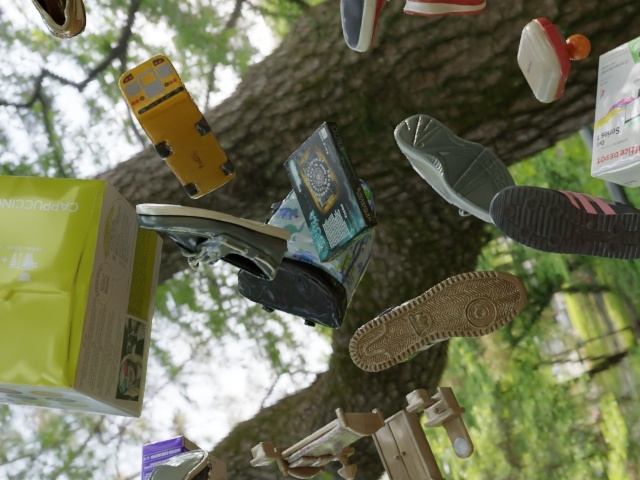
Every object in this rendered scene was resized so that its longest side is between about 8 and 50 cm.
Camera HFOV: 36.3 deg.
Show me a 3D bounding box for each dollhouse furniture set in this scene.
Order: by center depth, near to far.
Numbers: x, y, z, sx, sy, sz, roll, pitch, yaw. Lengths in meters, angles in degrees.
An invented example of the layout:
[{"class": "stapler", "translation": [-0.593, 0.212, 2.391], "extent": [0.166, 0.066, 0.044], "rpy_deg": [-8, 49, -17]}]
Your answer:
[{"class": "dollhouse furniture set", "translation": [0.097, 0.434, 1.969], "extent": [0.355, 0.303, 0.174], "rpy_deg": [11, -131, -49]}]

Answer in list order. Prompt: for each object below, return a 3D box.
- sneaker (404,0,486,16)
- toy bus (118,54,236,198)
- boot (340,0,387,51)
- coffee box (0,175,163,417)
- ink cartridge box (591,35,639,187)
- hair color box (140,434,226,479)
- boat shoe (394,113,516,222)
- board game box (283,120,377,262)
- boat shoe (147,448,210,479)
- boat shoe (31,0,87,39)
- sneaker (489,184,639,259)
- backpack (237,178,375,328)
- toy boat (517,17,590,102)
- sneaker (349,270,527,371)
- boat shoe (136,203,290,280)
[{"class": "sneaker", "translation": [0.234, -0.472, 1.744], "extent": [0.221, 0.087, 0.128], "rpy_deg": [-25, -55, -50]}, {"class": "toy bus", "translation": [-0.265, -0.204, 1.860], "extent": [0.130, 0.108, 0.333], "rpy_deg": [58, 178, 23]}, {"class": "boot", "translation": [0.133, -0.468, 1.790], "extent": [0.088, 0.176, 0.244], "rpy_deg": [39, 130, 49]}, {"class": "coffee box", "translation": [-0.486, 0.097, 1.640], "extent": [0.334, 0.337, 0.338], "rpy_deg": [66, -152, -72]}, {"class": "ink cartridge box", "translation": [0.672, -0.269, 2.021], "extent": [0.201, 0.117, 0.278], "rpy_deg": [159, 120, -68]}, {"class": "hair color box", "translation": [-0.266, 0.578, 1.917], "extent": [0.185, 0.110, 0.339], "rpy_deg": [50, -150, -51]}, {"class": "boat shoe", "translation": [0.268, -0.131, 1.911], "extent": [0.320, 0.118, 0.103], "rpy_deg": [41, 166, 38]}, {"class": "board game box", "translation": [0.012, -0.075, 1.529], "extent": [0.026, 0.126, 0.186], "rpy_deg": [-4, -115, -40]}, {"class": "boat shoe", "translation": [-0.204, 0.383, 1.445], "extent": [0.254, 0.095, 0.079], "rpy_deg": [-100, -9, -81]}, {"class": "boat shoe", "translation": [-0.521, -0.535, 1.850], "extent": [0.103, 0.113, 0.302], "rpy_deg": [-130, 19, -81]}, {"class": "sneaker", "translation": [0.434, -0.036, 1.740], "extent": [0.131, 0.318, 0.112], "rpy_deg": [-122, 46, -71]}, {"class": "backpack", "translation": [0.000, 0.000, 2.363], "extent": [0.355, 0.290, 0.274], "rpy_deg": [-46, -33, -47]}, {"class": "toy boat", "translation": [0.543, -0.420, 2.225], "extent": [0.231, 0.151, 0.151], "rpy_deg": [72, 176, -72]}, {"class": "sneaker", "translation": [0.185, 0.122, 1.534], "extent": [0.153, 0.282, 0.099], "rpy_deg": [16, -128, -80]}, {"class": "boat shoe", "translation": [-0.172, 0.004, 1.601], "extent": [0.319, 0.116, 0.099], "rpy_deg": [13, -92, -50]}]
